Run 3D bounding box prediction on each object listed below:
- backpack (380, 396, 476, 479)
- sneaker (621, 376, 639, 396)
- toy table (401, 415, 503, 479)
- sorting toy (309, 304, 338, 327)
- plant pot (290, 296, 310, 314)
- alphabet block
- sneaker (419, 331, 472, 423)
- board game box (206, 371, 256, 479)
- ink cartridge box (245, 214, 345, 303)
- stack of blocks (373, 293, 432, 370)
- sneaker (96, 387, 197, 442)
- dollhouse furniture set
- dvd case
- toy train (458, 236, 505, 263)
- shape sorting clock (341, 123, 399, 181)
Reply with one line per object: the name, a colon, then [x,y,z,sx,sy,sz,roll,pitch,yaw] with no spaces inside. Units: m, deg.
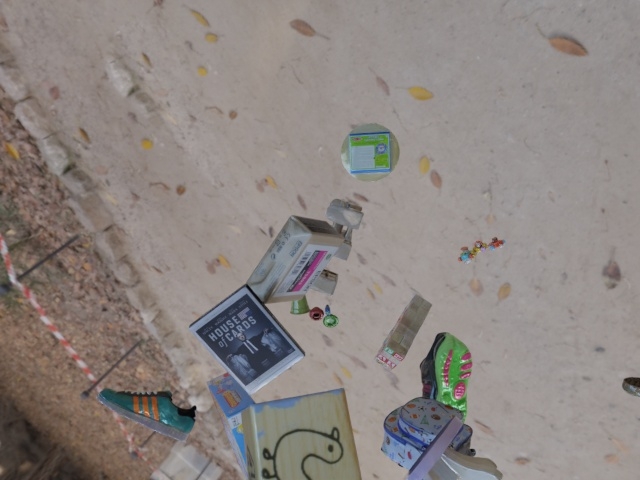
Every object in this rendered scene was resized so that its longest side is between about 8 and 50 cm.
backpack: [0.335,0.642,1.560,0.264,0.277,0.213,3,95,40]
sneaker: [0.810,0.381,1.140,0.192,0.064,0.086,4,103,-7]
toy table: [0.332,0.592,1.212,0.161,0.274,0.252,41,143,22]
sorting toy: [0.013,0.238,1.548,0.102,0.042,0.061,25,116,-15]
plant pot: [-0.085,0.245,1.903,0.083,0.083,0.079,1,102,41]
alphabet block: [-0.045,0.411,0.931,0.193,0.193,0.197,119,142,-64]
sneaker: [0.484,0.582,1.903,0.185,0.202,0.482,9,109,-5]
board game box: [-0.227,0.587,1.446,0.308,0.086,0.301,4,114,66]
ink cartridge box: [-0.065,0.055,1.291,0.088,0.193,0.234,42,107,25]
stack of blocks: [0.354,0.392,2.044,0.087,0.297,0.171,33,146,8]
sneaker: [-0.528,0.507,1.477,0.302,0.121,0.108,26,154,-5]
dollhouse furniture set: [0.000,0.000,2.056,0.257,0.362,0.394,20,100,0]
dvd case: [-0.179,0.248,1.184,0.238,0.179,0.029,52,-174,-15]
toy train: [0.577,0.027,1.737,0.125,0.166,0.046,-177,62,-84]
shape sorting clock: [0.175,-0.309,1.689,0.206,0.040,0.206,1,96,10]
